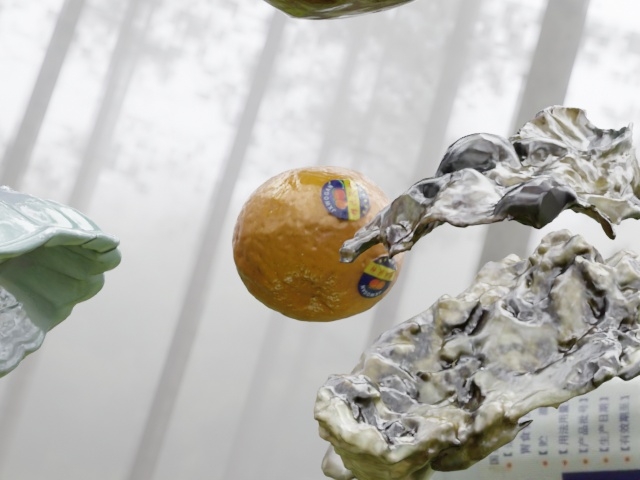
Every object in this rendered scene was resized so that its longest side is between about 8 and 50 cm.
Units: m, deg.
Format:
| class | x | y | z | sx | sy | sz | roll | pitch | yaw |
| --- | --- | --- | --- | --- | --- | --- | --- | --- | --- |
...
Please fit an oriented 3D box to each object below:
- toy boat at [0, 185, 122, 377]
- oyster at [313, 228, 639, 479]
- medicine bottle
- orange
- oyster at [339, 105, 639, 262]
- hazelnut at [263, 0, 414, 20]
| class | x | y | z | sx | sy | sz | roll | pitch | yaw |
| --- | --- | --- | --- | --- | --- | --- | --- | --- | --- |
| toy boat | -0.265 | 0.034 | 1.516 | 0.199 | 0.100 | 0.290 | -19 | -20 | -26 |
| oyster | 0.085 | 0.062 | 1.064 | 0.083 | 0.214 | 0.223 | 63 | -11 | -5 |
| medicine bottle | 0.206 | 0.215 | 1.919 | 0.332 | 0.190 | 0.190 | -4 | -23 | 18 |
| orange | -0.001 | 0.002 | 2.019 | 0.177 | 0.155 | 0.177 | -6 | -33 | -4 |
| oyster | 0.181 | -0.048 | 1.566 | 0.221 | 0.096 | 0.361 | 5 | 13 | 36 |
| hazelnut | 0.020 | -0.406 | 2.108 | 0.365 | 0.366 | 0.366 | 15 | -17 | 5 |
